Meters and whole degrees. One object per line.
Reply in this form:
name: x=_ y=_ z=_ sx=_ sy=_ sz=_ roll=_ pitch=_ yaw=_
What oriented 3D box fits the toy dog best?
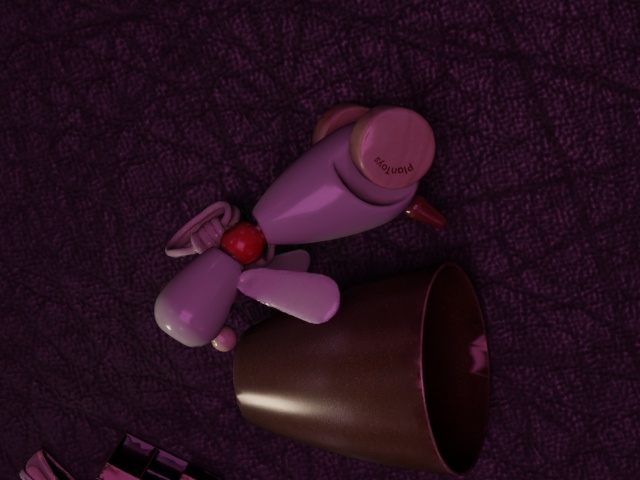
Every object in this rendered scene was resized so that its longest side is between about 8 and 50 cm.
toy dog: x=0.000 y=0.000 z=1.473 sx=0.333 sy=0.220 sz=0.161 roll=-38 pitch=108 yaw=15

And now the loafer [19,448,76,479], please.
loafer: x=-0.282 y=0.285 z=1.632 sx=0.125 sy=0.045 sz=0.039 roll=35 pitch=95 yaw=5

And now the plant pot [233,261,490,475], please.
plant pot: x=0.035 y=0.138 z=1.497 sx=0.230 sy=0.215 sz=0.215 roll=-5 pitch=98 yaw=24

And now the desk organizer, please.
desk organizer: x=-0.177 y=0.267 z=1.611 sx=0.130 sy=0.047 sz=0.050 roll=25 pitch=99 yaw=4
